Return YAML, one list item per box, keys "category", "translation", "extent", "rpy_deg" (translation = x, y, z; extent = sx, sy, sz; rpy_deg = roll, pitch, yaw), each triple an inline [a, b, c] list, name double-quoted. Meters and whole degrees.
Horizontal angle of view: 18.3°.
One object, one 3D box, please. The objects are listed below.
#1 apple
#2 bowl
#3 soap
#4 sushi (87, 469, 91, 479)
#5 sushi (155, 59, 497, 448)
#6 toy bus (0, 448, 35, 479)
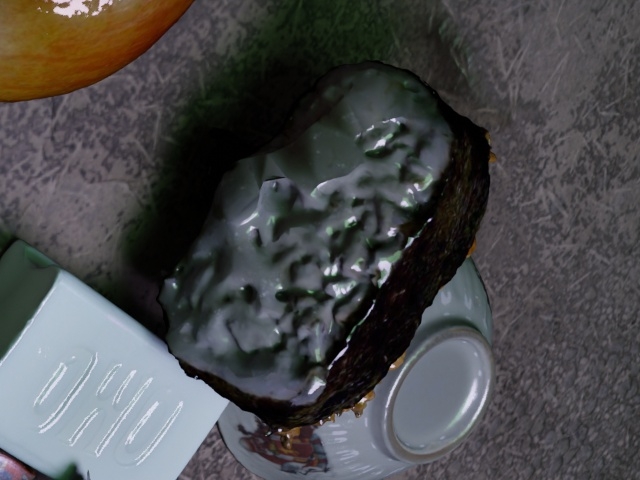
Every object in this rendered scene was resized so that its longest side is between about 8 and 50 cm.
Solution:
- category: "apple"
  translation: [-0.181, -0.236, 1.586]
  extent: [0.346, 0.254, 0.179]
  rpy_deg: [-36, 90, -25]
- category: "bowl"
  translation: [0.069, 0.126, 1.990]
  extent: [0.337, 0.157, 0.337]
  rpy_deg: [-20, 124, -33]
- category: "soap"
  translation: [-0.215, 0.132, 1.776]
  extent: [0.160, 0.087, 0.265]
  rpy_deg: [-55, 137, -6]
- category: "sushi"
  translation: [-0.209, 0.442, 1.773]
  extent: [0.064, 0.343, 0.359]
  rpy_deg: [-6, 142, 0]
- category: "sushi"
  translation: [0.000, 0.000, 1.799]
  extent: [0.348, 0.234, 0.207]
  rpy_deg: [-53, 156, 0]
- category: "toy bus"
  translation: [-0.339, 0.255, 1.746]
  extent: [0.192, 0.065, 0.077]
  rpy_deg: [-51, 129, -11]
